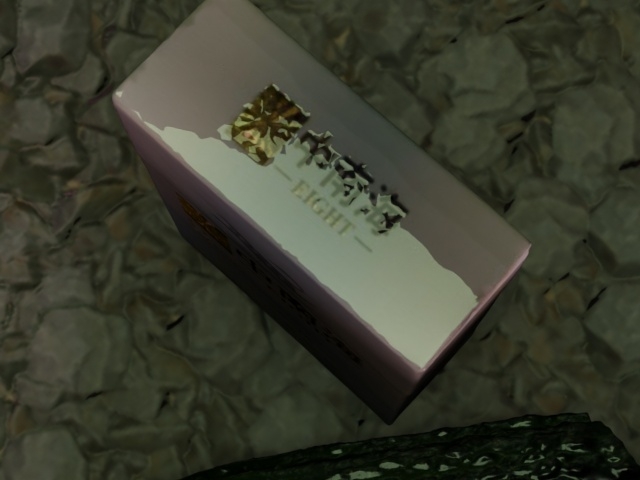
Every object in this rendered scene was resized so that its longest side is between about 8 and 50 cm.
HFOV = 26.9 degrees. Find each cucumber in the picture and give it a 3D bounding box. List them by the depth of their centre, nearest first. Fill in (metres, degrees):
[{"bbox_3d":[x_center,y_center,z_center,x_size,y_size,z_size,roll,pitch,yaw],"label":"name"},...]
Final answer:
[{"bbox_3d":[0.031,0.132,0.645,0.265,0.077,0.077,-8,79,-1],"label":"cucumber"}]

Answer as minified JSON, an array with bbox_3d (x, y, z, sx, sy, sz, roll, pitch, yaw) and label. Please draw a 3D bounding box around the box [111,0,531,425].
[{"bbox_3d":[0.000,0.000,0.586,0.155,0.243,0.067,40,81,9],"label":"box"}]
